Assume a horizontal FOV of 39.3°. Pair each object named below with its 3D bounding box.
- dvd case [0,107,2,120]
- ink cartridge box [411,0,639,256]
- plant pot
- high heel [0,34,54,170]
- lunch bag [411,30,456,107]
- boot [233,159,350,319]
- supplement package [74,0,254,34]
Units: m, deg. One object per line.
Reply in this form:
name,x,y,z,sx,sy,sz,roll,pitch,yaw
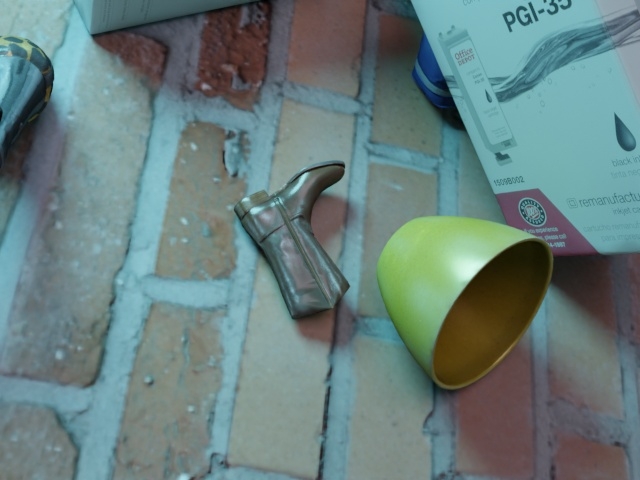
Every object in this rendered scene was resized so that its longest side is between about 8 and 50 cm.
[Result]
dvd case,-0.346,-0.046,0.567,0.253,0.180,0.022,20,22,-8
ink cartridge box,0.202,-0.137,0.705,0.117,0.207,0.283,-30,100,-22
plant pot,0.100,0.034,0.698,0.134,0.134,0.095,-29,47,-28
high heel,-0.336,-0.098,0.664,0.261,0.093,0.186,-2,34,-1
lunch bag,0.139,-0.166,0.841,0.098,0.065,0.067,-10,52,-21
boot,0.000,0.000,0.723,0.106,0.037,0.114,-28,71,-15
supplement package,-0.106,-0.295,0.786,0.244,0.134,0.139,-18,69,-25
